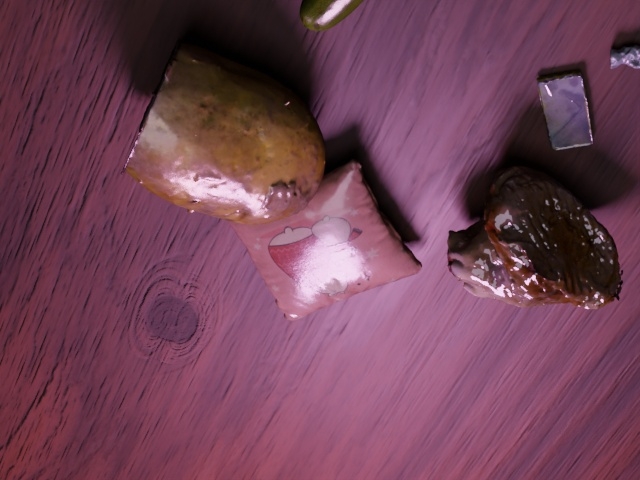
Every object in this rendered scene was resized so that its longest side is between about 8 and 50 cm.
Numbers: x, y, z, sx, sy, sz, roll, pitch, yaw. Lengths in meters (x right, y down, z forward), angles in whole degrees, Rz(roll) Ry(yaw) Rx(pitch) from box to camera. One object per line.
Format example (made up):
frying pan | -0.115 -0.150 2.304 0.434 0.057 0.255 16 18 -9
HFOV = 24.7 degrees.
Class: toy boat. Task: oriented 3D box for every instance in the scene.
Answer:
toy boat | 0.334 -0.177 1.988 0.063 0.016 0.115 -9 126 13

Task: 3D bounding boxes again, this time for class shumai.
shumai | 0.292 0.005 2.066 0.218 0.184 0.185 20 163 -22

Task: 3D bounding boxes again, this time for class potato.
potato | -0.117 -0.129 1.973 0.266 0.229 0.229 22 126 -13

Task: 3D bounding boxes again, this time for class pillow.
pillow | 0.000 0.000 2.120 0.236 0.084 0.223 -19 121 16

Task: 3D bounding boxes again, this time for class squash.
squash | 0.057 -0.355 1.859 0.066 0.066 0.252 34 123 -17

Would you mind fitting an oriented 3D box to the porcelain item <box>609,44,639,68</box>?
porcelain item | 0.422 -0.241 1.921 0.083 0.028 0.036 -4 123 9
